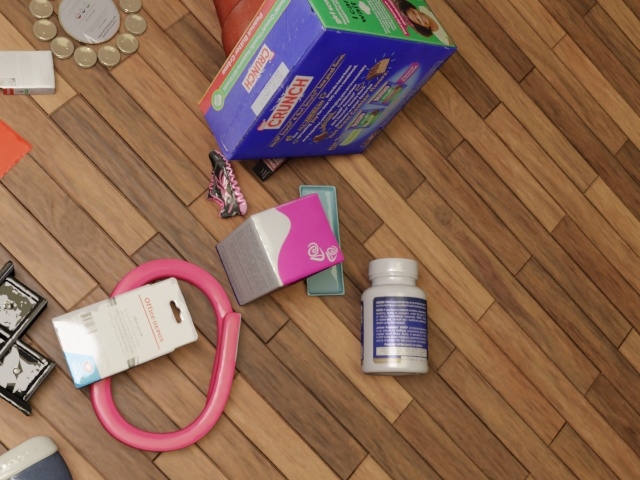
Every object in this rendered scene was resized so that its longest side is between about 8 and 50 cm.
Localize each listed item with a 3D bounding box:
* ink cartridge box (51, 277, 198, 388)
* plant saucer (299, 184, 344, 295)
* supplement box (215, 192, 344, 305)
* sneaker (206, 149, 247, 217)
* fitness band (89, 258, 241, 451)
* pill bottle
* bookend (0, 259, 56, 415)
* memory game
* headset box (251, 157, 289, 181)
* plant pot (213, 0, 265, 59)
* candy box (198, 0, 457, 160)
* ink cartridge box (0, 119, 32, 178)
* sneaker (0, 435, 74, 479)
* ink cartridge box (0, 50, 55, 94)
[{"bbox_3d":[-0.279,0.132,1.102,0.180,0.060,0.104,-19,83,-21],"label":"ink cartridge box"},{"bbox_3d":[0.000,0.000,1.312,0.067,0.018,0.192,0,78,-21],"label":"plant saucer"},{"bbox_3d":[-0.068,0.018,1.171,0.111,0.220,0.114,-21,85,-23],"label":"supplement box"},{"bbox_3d":[-0.165,-0.091,1.261,0.057,0.047,0.119,-22,85,-12],"label":"sneaker"},{"bbox_3d":[-0.235,0.171,1.169,0.209,0.054,0.291,12,73,-15],"label":"fitness band"},{"bbox_3d":[0.122,0.128,1.276,0.112,0.112,0.186,6,76,-19],"label":"pill bottle"},{"bbox_3d":[-0.428,0.141,1.089,0.157,0.072,0.156,39,67,-9],"label":"bookend"},{"bbox_3d":[-0.379,-0.368,1.260,0.186,0.012,0.186,5,75,-19],"label":"memory game"},{"bbox_3d":[-0.076,-0.137,1.292,0.032,0.062,0.083,47,66,-4],"label":"headset box"},{"bbox_3d":[-0.071,-0.427,1.269,0.272,0.272,0.265,-16,75,-23],"label":"plant pot"},{"bbox_3d":[0.012,-0.253,1.180,0.317,0.268,0.122,-10,62,-48],"label":"candy box"},{"bbox_3d":[-0.574,-0.162,1.117,0.232,0.066,0.189,39,67,-3],"label":"ink cartridge box"},{"bbox_3d":[-0.473,0.401,0.978,0.350,0.131,0.148,-30,85,-24],"label":"sneaker"},{"bbox_3d":[-0.474,-0.260,1.190,0.115,0.029,0.063,-5,80,-20],"label":"ink cartridge box"}]
